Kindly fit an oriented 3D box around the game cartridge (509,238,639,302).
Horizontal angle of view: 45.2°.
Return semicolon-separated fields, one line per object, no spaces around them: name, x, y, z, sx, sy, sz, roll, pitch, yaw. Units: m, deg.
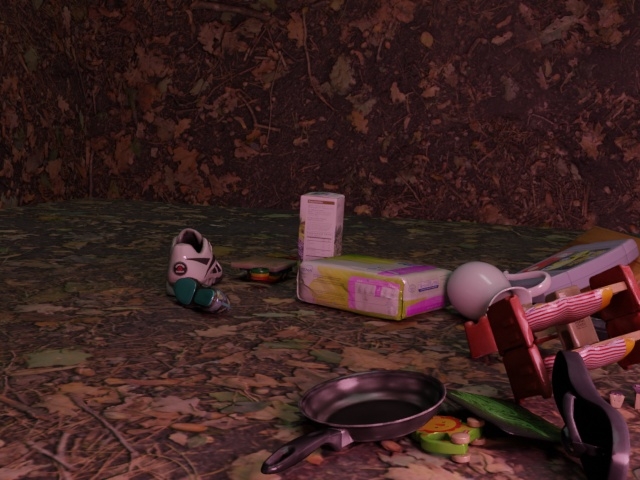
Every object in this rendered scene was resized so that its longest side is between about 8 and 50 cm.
game cartridge;0.554;0.066;1.709;0.294;0.060;0.196;-22;8;-26

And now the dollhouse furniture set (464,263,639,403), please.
dollhouse furniture set;0.359;0.169;1.252;0.201;0.152;0.374;-15;-13;-10

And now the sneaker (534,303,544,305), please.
sneaker;0.541;0.153;1.715;0.152;0.053;0.061;-8;28;-39

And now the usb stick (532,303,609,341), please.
usb stick;0.528;0.173;1.553;0.077;0.045;0.278;-6;12;-42

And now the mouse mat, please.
mouse mat;0.254;0.236;1.039;0.153;0.007;0.190;15;1;-25

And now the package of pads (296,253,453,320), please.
package of pads;0.120;0.102;1.743;0.297;0.101;0.229;8;8;37

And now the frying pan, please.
frying pan;0.059;0.229;0.962;0.197;0.053;0.326;-5;10;10

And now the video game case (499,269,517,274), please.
video game case;0.486;0.109;2.066;0.184;0.023;0.201;9;11;36

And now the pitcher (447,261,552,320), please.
pitcher;0.374;0.104;1.625;0.178;0.125;0.207;-30;19;-8

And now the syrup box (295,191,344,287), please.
syrup box;0.000;0.000;1.927;0.096;0.236;0.093;4;9;13

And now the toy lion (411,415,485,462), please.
toy lion;0.158;0.249;0.988;0.096;0.034;0.100;-1;6;28

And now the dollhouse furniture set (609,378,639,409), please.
dollhouse furniture set;0.492;0.207;1.181;0.091;0.081;0.114;5;9;18

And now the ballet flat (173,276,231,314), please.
ballet flat;-0.253;0.124;1.658;0.070;0.070;0.188;-3;12;-34

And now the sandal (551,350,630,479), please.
sandal;0.309;0.220;0.926;0.055;0.097;0.254;4;17;1

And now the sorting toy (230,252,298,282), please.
sorting toy;-0.143;0.075;2.026;0.132;0.046;0.274;6;9;24

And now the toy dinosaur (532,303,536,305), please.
toy dinosaur;0.488;0.153;1.776;0.082;0.047;0.090;-10;-21;-21

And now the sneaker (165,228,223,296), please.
sneaker;-0.309;0.039;1.909;0.123;0.146;0.330;1;7;-3

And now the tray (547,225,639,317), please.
tray;0.682;0.072;1.837;0.203;0.076;0.411;-35;10;0
